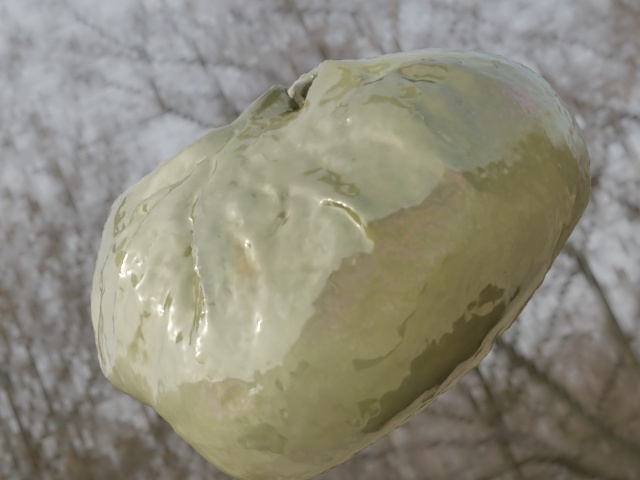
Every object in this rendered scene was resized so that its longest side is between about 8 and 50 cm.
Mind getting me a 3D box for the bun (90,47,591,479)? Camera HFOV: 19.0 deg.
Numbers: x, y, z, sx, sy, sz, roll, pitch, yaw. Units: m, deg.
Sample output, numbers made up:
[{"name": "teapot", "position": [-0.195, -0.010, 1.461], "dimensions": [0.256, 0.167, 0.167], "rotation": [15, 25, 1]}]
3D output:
[{"name": "bun", "position": [0.000, 0.000, 1.261], "dimensions": [0.361, 0.213, 0.361], "rotation": [-35, 13, 10]}]
